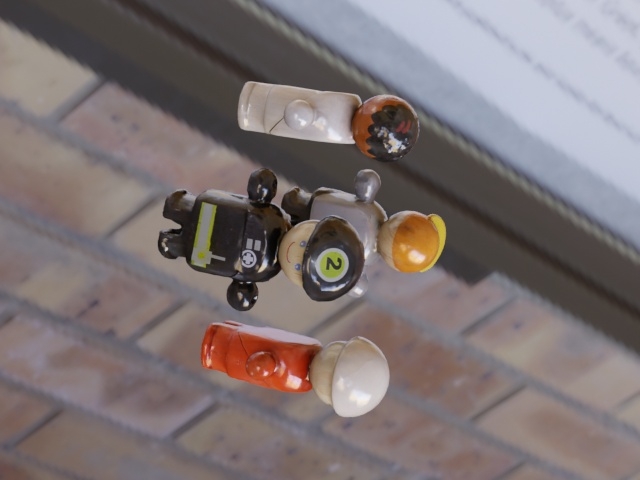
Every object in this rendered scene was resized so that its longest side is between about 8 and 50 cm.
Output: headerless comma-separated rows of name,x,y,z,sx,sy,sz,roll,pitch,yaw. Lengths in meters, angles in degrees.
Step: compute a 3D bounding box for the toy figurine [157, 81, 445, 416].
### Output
toy figurine,0.000,0.000,1.284,0.209,0.148,0.213,-59,149,-36
